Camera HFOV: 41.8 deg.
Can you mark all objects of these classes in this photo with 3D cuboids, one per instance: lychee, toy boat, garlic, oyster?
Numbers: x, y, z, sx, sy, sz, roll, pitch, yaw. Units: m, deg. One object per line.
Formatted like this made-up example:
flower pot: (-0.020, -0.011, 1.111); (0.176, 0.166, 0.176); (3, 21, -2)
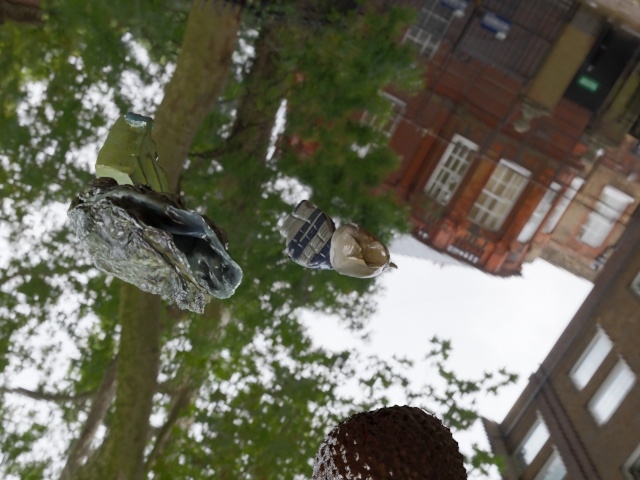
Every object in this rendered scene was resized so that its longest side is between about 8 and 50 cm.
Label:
lychee: (0.081, 0.283, 0.964); (0.195, 0.194, 0.194); (25, -161, -9)
toy boat: (-0.301, -0.068, 1.381); (0.111, 0.276, 0.084); (15, -145, 30)
garlic: (0.052, 0.022, 1.107); (0.084, 0.066, 0.152); (35, 176, 12)
oyster: (-0.244, -0.014, 1.141); (0.158, 0.162, 0.351); (-12, -152, -37)

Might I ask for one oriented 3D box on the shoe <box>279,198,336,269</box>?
shoe: (0.000, 0.000, 1.383); (0.106, 0.091, 0.207); (36, -173, -16)
